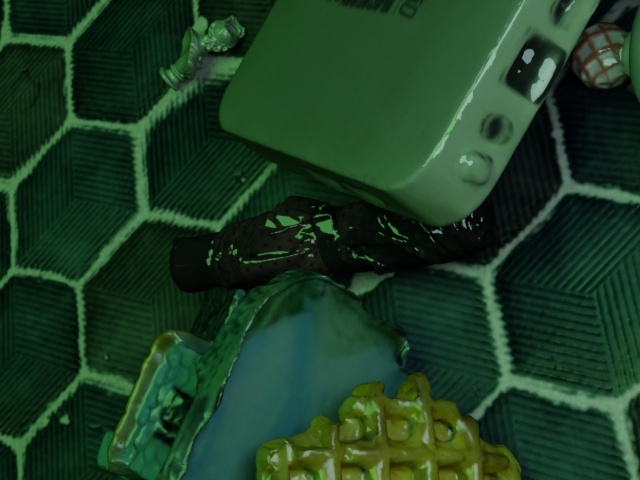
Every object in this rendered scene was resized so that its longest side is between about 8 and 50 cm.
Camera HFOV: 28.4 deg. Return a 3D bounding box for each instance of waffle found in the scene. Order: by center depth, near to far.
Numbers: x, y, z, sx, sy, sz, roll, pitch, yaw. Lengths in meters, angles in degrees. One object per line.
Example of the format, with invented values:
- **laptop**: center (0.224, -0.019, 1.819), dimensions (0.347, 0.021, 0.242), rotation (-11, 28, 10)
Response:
- **waffle**: center (0.066, 0.238, 0.944), dimensions (0.051, 0.291, 0.291), rotation (140, 132, -59)

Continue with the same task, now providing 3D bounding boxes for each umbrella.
- **umbrella**: center (0.000, 0.000, 1.131), dimensions (0.326, 0.094, 0.090), rotation (-9, 55, 27)

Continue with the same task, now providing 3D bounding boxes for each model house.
- **model house**: center (-0.091, 0.140, 1.060), dimensions (0.241, 0.226, 0.261), rotation (18, 80, 44)

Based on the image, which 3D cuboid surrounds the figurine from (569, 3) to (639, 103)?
- **figurine**: center (0.320, -0.206, 0.975), dimensions (0.281, 0.167, 0.370), rotation (-15, 57, 21)

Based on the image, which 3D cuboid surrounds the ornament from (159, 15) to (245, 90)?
- **ornament**: center (-0.127, -0.195, 1.304), dimensions (0.092, 0.041, 0.068), rotation (-19, 41, 36)

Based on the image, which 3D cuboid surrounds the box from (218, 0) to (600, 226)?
- **box**: center (0.092, -0.210, 1.087), dimensions (0.373, 0.090, 0.367), rotation (27, 87, 56)
